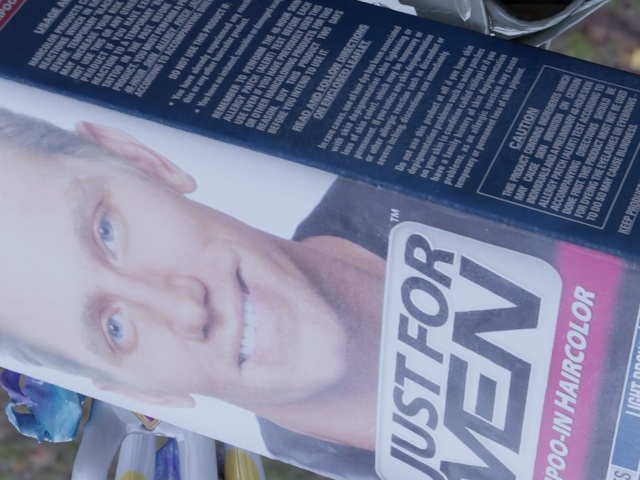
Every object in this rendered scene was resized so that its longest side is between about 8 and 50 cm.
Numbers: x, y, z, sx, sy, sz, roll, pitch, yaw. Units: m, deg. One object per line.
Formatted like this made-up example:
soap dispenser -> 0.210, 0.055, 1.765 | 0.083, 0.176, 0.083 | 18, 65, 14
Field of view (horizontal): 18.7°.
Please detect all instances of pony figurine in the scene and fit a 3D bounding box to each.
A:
pony figurine -> -0.086, 0.054, 1.257 | 0.302, 0.363, 0.351 | 2, -161, 6

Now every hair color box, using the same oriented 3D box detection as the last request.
hair color box -> 0.000, 0.000, 0.768 | 0.347, 0.105, 0.174 | 17, 136, 16

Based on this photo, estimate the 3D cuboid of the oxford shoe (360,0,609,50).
oxford shoe -> 0.042, -0.128, 0.815 | 0.169, 0.130, 0.449 | -4, 176, -33
